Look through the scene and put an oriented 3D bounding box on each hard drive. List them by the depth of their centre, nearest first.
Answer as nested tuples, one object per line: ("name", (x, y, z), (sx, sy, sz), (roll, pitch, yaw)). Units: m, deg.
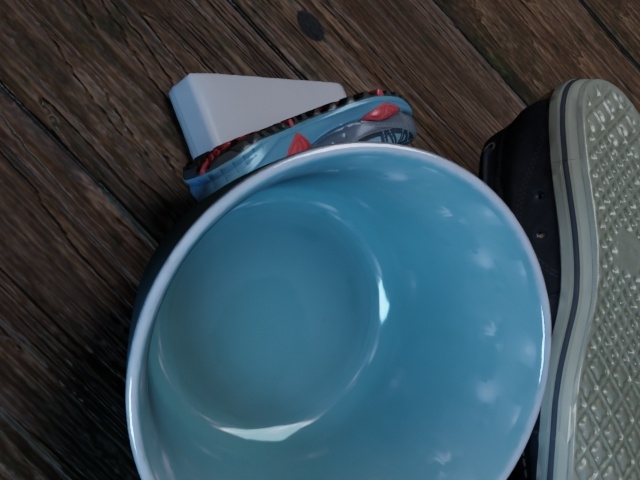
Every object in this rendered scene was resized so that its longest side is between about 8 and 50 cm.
("hard drive", (0.000, 0.000, 1.226), (0.203, 0.040, 0.307), (-3, 65, -48))

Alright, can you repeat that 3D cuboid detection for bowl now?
("bowl", (-0.010, 0.073, 0.998), (0.311, 0.163, 0.311), (-6, 104, -24))

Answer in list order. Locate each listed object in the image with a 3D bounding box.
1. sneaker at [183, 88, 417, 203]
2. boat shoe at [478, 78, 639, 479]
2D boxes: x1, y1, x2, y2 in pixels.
("sneaker", (-0.005, -0.042, 1.161), (0.262, 0.104, 0.125), (-26, 98, -46))
("boat shoe", (0.225, 0.088, 1.322), (0.187, 0.156, 0.500), (24, 58, -41))
